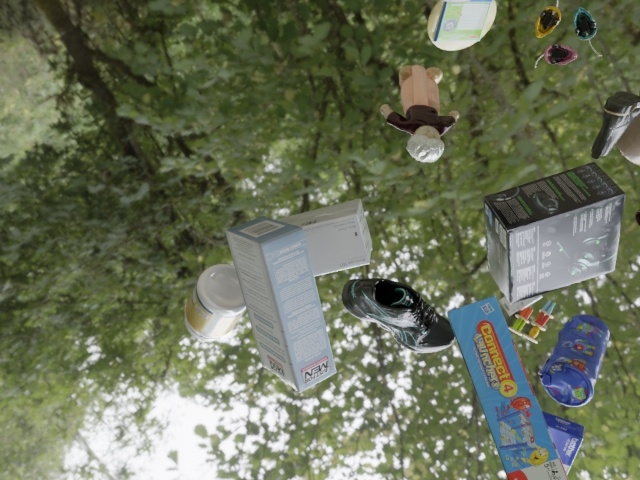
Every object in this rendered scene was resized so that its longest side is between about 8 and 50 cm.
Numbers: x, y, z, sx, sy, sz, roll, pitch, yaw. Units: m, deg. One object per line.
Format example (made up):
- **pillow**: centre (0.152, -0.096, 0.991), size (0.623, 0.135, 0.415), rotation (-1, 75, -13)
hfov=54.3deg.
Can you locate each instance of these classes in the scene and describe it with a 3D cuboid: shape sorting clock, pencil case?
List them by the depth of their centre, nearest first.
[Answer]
- **pencil case**: centre (0.655, 0.302, 1.607), size (0.133, 0.119, 0.306), rotation (14, -153, 28)
- **shape sorting clock**: centre (0.409, -0.645, 1.814), size (0.206, 0.206, 0.040), rotation (-27, -133, 10)

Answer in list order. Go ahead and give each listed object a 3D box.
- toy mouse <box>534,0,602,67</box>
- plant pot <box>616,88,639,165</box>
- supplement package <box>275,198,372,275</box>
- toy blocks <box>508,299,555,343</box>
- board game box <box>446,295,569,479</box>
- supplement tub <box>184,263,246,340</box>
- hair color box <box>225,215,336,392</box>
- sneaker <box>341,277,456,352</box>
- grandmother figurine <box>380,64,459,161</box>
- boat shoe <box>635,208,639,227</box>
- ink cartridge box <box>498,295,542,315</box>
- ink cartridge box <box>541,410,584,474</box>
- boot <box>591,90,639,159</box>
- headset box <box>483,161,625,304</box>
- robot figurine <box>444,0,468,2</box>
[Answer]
- **toy mouse**: centre (0.490, -0.399, 1.225), size (0.031, 0.143, 0.161), rotation (-37, 154, -48)
- **plant pot**: centre (0.929, -0.313, 1.678), size (0.263, 0.263, 0.229), rotation (-41, 171, -26)
- **supplement package**: centre (0.000, 0.000, 1.752), size (0.262, 0.145, 0.204), rotation (-14, -166, 10)
- **toy blocks**: centre (0.719, 0.259, 2.106), size (0.148, 0.054, 0.123), rotation (-57, -148, -4)
- **board game box**: centre (0.329, 0.275, 1.108), size (0.086, 0.302, 0.308), rotation (-21, 161, 11)
- **supplement tub**: centre (-0.271, 0.166, 1.623), size (0.144, 0.144, 0.199), rotation (-50, 178, -42)
- **hair color box**: centre (-0.092, 0.145, 1.463), size (0.114, 0.374, 0.185), rotation (-23, -158, -28)
- **sneaker**: centre (0.173, 0.150, 1.254), size (0.106, 0.267, 0.101), rotation (-37, -147, 56)
- **grandmother figurine**: centre (0.260, -0.329, 1.621), size (0.208, 0.104, 0.342), rotation (-3, -133, 4)
- **boat shoe**: centre (0.791, 0.014, 1.404), size (0.095, 0.095, 0.257), rotation (-4, -142, -1)
- **ink cartridge box**: centre (0.617, 0.179, 1.923), size (0.115, 0.063, 0.029), rotation (-37, 155, 17)
- **ink cartridge box**: centre (0.534, 0.500, 1.456), size (0.097, 0.207, 0.046), rotation (18, -147, 18)
- **boot**: centre (0.705, -0.275, 1.484), size (0.198, 0.137, 0.077), rotation (-17, -140, -39)
- **headset box**: centre (0.532, -0.017, 1.415), size (0.283, 0.246, 0.131), rotation (-18, -138, 0)
- **robot figurine**: centre (0.317, -0.642, 1.313), size (0.278, 0.209, 0.173), rotation (-61, 171, 2)
